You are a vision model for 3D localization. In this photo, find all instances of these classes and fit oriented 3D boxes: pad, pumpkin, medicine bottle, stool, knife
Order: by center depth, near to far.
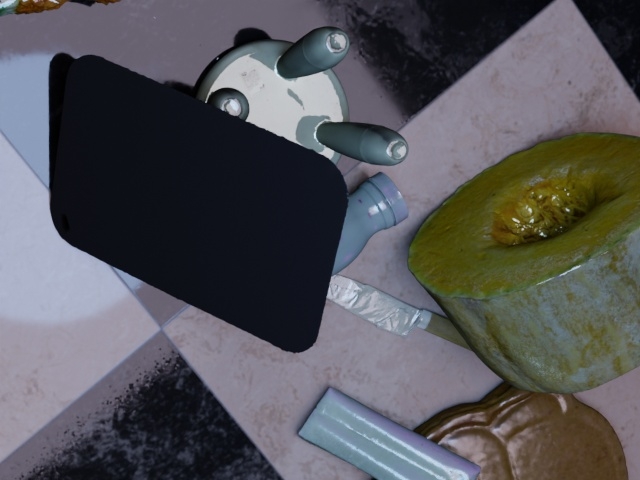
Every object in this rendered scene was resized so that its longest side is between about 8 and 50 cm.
[{"bbox_3d":[-0.123,-0.078,1.803,0.063,0.375,0.314,-34,144,-52],"label":"pad"},{"bbox_3d":[-0.032,-0.137,1.887,0.195,0.199,0.195,-34,104,-13],"label":"stool"},{"bbox_3d":[0.290,0.038,1.965,0.332,0.332,0.199,-30,117,-12],"label":"pumpkin"},{"bbox_3d":[0.000,0.000,1.969,0.217,0.090,0.090,-32,105,-12],"label":"medicine bottle"},{"bbox_3d":[0.110,0.101,2.055,0.298,0.017,0.047,24,95,-19],"label":"knife"}]

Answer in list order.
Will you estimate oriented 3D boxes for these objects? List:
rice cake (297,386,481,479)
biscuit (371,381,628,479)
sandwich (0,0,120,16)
[{"bbox_3d":[0.084,0.261,2.015,0.222,0.042,0.080,29,83,6],"label":"rice cake"},{"bbox_3d":[0.221,0.355,2.102,0.381,0.074,0.358,-6,96,-20],"label":"biscuit"},{"bbox_3d":[-0.286,-0.362,1.823,0.212,0.109,0.292,41,83,-17],"label":"sandwich"}]
